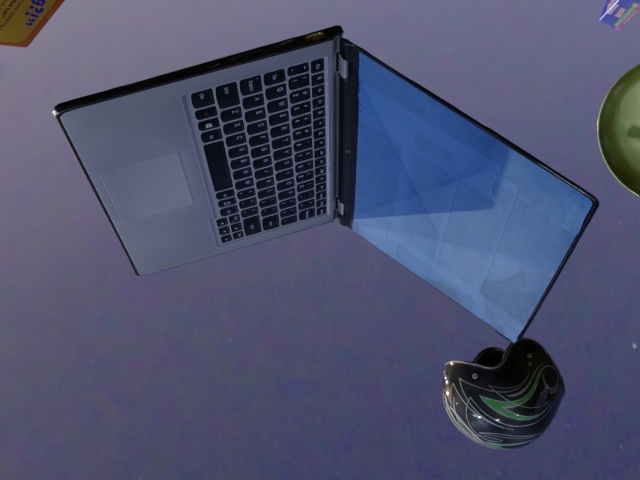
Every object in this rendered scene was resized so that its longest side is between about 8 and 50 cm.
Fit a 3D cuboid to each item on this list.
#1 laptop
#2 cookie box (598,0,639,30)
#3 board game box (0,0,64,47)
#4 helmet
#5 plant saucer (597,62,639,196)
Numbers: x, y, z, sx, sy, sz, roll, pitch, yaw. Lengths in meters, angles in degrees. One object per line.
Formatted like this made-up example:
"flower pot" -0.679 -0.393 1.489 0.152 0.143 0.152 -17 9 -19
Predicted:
"laptop" 0.000 0.000 0.959 0.408 0.382 0.236 -16 -113 -6
"cookie box" 0.483 -0.396 1.481 0.040 0.092 0.107 25 -108 -3
"board game box" -0.450 -0.476 1.056 0.356 0.356 0.356 -36 161 35
"helmet" 0.268 0.233 1.437 0.161 0.169 0.169 -34 -146 -21
"plant saucer" 0.545 -0.169 1.445 0.241 0.241 0.037 0 -158 29
